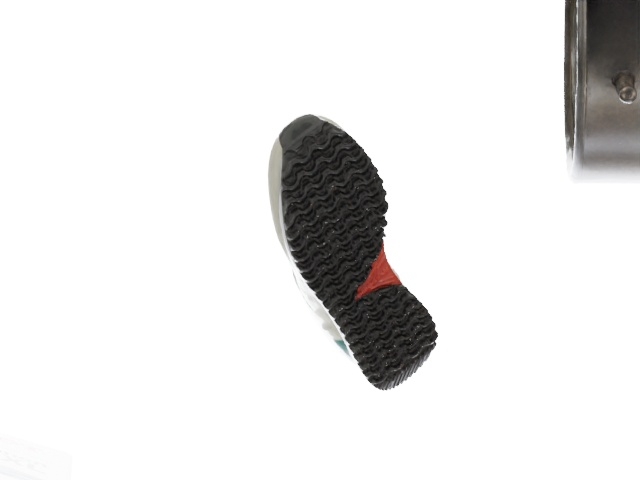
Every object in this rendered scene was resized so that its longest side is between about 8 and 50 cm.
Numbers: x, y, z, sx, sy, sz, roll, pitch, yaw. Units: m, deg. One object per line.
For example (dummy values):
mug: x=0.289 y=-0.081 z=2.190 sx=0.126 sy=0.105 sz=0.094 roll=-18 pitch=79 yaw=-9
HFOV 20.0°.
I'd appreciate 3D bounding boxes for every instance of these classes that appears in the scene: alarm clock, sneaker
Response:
alarm clock: x=0.145 y=-0.086 z=0.866 sx=0.064 sy=0.192 sz=0.129 roll=1 pitch=-104 yaw=2
sneaker: x=0.000 y=0.000 z=0.871 sx=0.057 sy=0.161 sz=0.075 roll=-38 pitch=-140 yaw=-15

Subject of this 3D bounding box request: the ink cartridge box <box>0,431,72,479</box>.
ink cartridge box: x=-0.203 y=0.136 z=0.788 sx=0.172 sy=0.237 sz=0.100 roll=18 pitch=-88 yaw=-8
